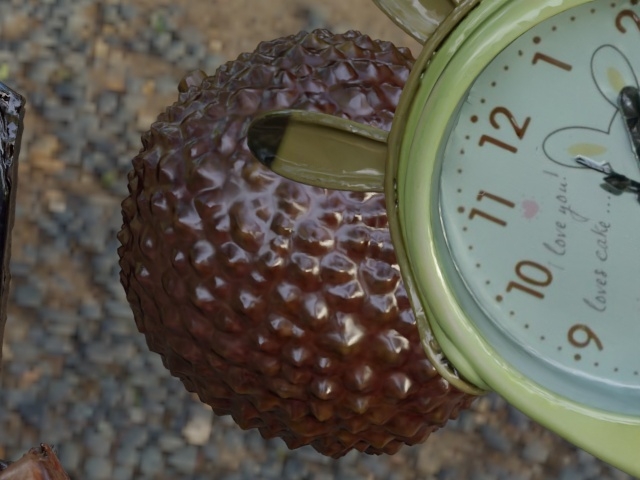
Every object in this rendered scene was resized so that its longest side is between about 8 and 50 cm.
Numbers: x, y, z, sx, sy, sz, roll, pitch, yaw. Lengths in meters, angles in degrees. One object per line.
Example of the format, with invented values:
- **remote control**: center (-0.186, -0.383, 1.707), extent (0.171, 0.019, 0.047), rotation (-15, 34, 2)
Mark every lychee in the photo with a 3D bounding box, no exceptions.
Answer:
- **lychee**: center (0.000, 0.000, 1.302), extent (0.276, 0.275, 0.304), rotation (-21, 64, -35)

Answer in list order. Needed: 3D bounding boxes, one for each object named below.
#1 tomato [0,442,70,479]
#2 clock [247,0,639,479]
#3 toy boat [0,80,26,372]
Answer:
- **tomato**: center (-0.257, 0.352, 1.842), extent (0.170, 0.309, 0.309), rotation (-32, 48, -4)
- **clock**: center (0.095, -0.023, 0.603), extent (0.232, 0.170, 0.069), rotation (24, 22, 3)
- **toy boat**: center (-0.305, -0.006, 1.493), extent (0.142, 0.309, 0.129), rotation (7, 26, -7)
